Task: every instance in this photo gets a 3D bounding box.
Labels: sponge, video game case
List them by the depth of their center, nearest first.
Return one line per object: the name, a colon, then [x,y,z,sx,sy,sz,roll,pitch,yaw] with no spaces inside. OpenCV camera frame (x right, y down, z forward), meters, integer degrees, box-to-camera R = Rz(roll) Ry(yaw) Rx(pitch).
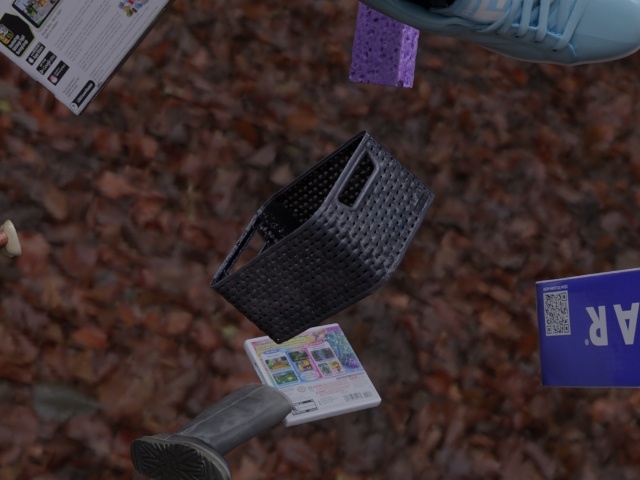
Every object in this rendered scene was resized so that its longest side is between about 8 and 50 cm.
sponge: [0.094,-0.317,1.722,0.031,0.210,0.117,4,6,-34]
video game case: [-0.011,0.187,1.762,0.157,0.019,0.143,-8,52,-32]

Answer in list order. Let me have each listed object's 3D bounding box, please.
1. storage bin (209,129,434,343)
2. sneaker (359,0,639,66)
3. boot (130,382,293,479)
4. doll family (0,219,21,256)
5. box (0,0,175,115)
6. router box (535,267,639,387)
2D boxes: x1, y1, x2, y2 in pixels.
storage bin: [0.000,0.000,1.080,0.084,0.180,0.122,42,50,-14]
sneaker: [0.168,-0.244,1.265,0.366,0.135,0.150,13,27,-3]
boot: [-0.113,0.252,1.596,0.208,0.076,0.190,-13,20,-43]
doll family: [-0.268,-0.008,0.780,0.111,0.076,0.193,-21,10,-25]
box: [-0.139,-0.182,0.783,0.114,0.207,0.036,41,38,-10]
router box: [0.362,0.053,0.841,0.301,0.082,0.335,0,-6,-23]
